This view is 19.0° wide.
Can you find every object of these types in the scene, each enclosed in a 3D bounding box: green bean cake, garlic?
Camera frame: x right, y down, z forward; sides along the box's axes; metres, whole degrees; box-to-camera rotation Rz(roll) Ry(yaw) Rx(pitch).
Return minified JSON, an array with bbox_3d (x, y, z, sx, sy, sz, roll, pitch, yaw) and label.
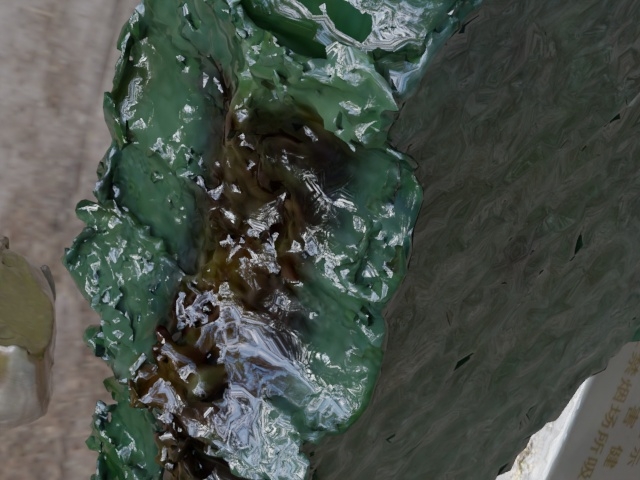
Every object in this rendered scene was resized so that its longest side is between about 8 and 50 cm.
[{"bbox_3d":[0.000,0.000,0.493,0.193,0.208,0.107,-43,63,-12],"label":"green bean cake"},{"bbox_3d":[-0.224,0.074,1.342,0.087,0.195,0.101,17,110,-11],"label":"garlic"}]

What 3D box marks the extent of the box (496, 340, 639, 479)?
[{"bbox_3d":[0.260,0.118,1.346,0.051,0.365,0.205,25,93,38],"label":"box"}]
